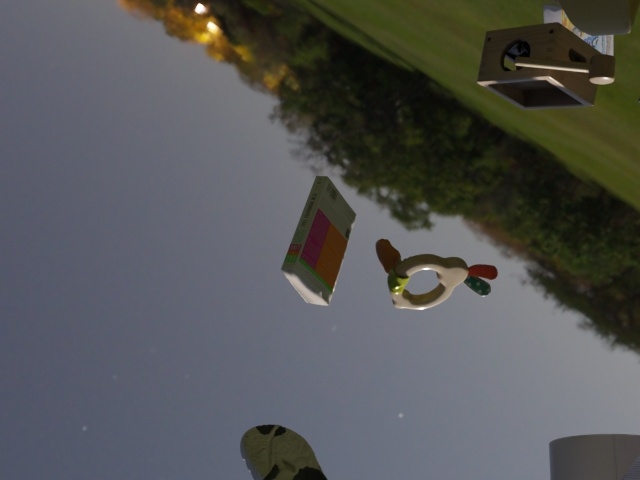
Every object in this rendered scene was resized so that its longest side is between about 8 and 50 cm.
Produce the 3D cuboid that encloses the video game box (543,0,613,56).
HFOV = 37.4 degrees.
[{"bbox_3d":[0.502,-0.394,1.827,0.048,0.187,0.205,20,138,37],"label":"video game box"}]

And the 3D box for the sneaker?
[{"bbox_3d":[-0.027,0.364,1.269,0.235,0.153,0.094,30,-140,30],"label":"sneaker"}]

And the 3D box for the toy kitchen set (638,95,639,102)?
[{"bbox_3d":[0.677,-0.291,1.637,0.166,0.207,0.122,22,-141,0],"label":"toy kitchen set"}]

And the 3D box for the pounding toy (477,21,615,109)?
[{"bbox_3d":[0.333,-0.263,1.350,0.181,0.094,0.206,19,170,-42],"label":"pounding toy"}]

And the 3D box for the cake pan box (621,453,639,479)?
[{"bbox_3d":[0.461,0.386,1.310,0.070,0.246,0.267,37,167,6],"label":"cake pan box"}]

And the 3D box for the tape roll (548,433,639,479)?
[{"bbox_3d":[0.574,0.481,1.852,0.246,0.169,0.246,3,158,1],"label":"tape roll"}]

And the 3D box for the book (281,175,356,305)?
[{"bbox_3d":[0.000,0.000,1.261,0.035,0.144,0.096,4,150,32],"label":"book"}]

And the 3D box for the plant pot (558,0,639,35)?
[{"bbox_3d":[0.327,-0.280,1.082,0.081,0.081,0.083,5,148,34],"label":"plant pot"}]

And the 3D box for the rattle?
[{"bbox_3d":[0.219,0.048,1.789,0.143,0.199,0.130,-104,-3,-67],"label":"rattle"}]
